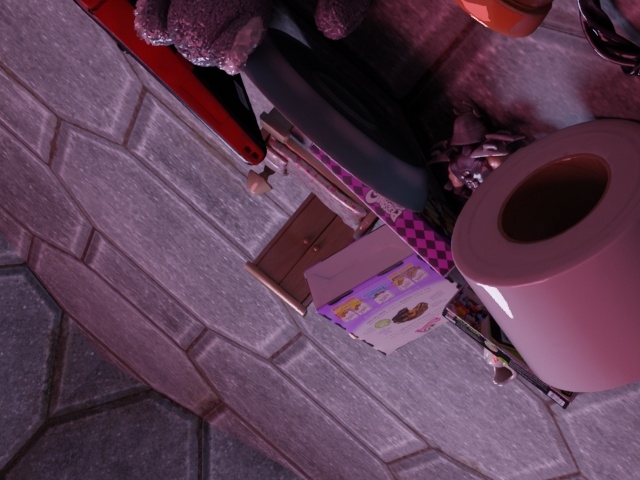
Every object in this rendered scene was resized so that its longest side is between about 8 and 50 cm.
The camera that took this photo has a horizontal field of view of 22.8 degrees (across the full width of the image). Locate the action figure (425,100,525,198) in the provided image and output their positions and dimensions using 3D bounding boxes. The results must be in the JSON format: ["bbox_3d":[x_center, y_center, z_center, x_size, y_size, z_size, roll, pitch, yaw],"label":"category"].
[{"bbox_3d":[0.229,-0.040,1.888,0.285,0.099,0.185,62,163,-13],"label":"action figure"}]

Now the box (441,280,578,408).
[{"bbox_3d":[0.276,0.115,2.106,0.207,0.114,0.036,37,161,10],"label":"box"}]

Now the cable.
[{"bbox_3d":[0.300,-0.212,1.458,0.151,0.047,0.184,30,156,17],"label":"cable"}]

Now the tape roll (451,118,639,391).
[{"bbox_3d":[0.282,0.014,1.668,0.246,0.246,0.169,14,148,53],"label":"tape roll"}]

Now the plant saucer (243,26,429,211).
[{"bbox_3d":[0.020,-0.157,1.916,0.318,0.043,0.317,40,-167,-12],"label":"plant saucer"}]

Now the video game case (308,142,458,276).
[{"bbox_3d":[0.088,-0.068,2.025,0.232,0.042,0.210,43,-166,-5],"label":"video game case"}]

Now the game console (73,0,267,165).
[{"bbox_3d":[-0.209,-0.269,2.027,0.342,0.060,0.386,48,-171,-22],"label":"game console"}]

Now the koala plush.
[{"bbox_3d":[-0.091,-0.282,1.771,0.196,0.221,0.203,29,158,33],"label":"koala plush"}]

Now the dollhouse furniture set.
[{"bbox_3d":[0.000,0.000,2.189,0.303,0.174,0.355,39,173,5],"label":"dollhouse furniture set"}]

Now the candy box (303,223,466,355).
[{"bbox_3d":[0.101,0.064,2.168,0.196,0.165,0.070,36,-151,-51],"label":"candy box"}]

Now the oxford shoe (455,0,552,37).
[{"bbox_3d":[0.103,-0.357,1.449,0.363,0.130,0.132,46,129,7],"label":"oxford shoe"}]

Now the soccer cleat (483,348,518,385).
[{"bbox_3d":[0.260,0.137,2.243,0.068,0.076,0.196,28,157,33],"label":"soccer cleat"}]
